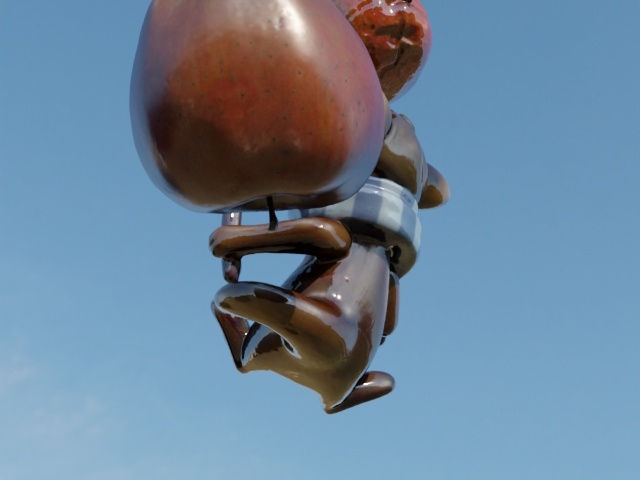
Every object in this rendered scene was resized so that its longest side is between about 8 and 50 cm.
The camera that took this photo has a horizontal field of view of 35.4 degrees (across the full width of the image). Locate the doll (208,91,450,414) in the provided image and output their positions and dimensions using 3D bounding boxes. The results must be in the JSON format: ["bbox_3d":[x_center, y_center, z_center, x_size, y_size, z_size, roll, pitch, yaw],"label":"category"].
[{"bbox_3d":[-0.003,0.001,1.100,0.209,0.339,0.318,0,-23,46],"label":"doll"}]

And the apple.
[{"bbox_3d":[-0.055,-0.120,0.838,0.234,0.234,0.234,2,-36,2],"label":"apple"}]

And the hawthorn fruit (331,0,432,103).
[{"bbox_3d":[0.048,-0.242,1.219,0.174,0.173,0.179,2,-29,2],"label":"hawthorn fruit"}]
